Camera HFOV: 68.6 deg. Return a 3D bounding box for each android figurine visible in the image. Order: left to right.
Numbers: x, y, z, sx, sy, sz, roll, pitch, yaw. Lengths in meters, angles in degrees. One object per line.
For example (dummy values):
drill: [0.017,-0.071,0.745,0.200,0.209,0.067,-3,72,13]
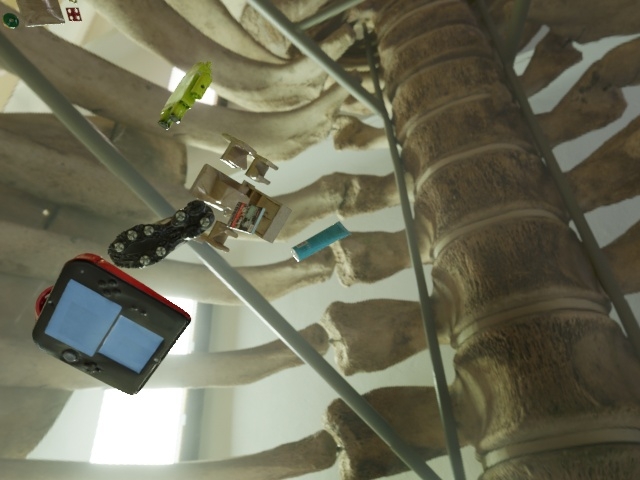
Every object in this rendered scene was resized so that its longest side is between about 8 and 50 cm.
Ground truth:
android figurine: [-0.454,-0.502,1.598,0.248,0.056,0.272,-9,-128,47]

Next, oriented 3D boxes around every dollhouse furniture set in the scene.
dollhouse furniture set: [-0.333,-0.163,1.737,0.257,0.394,0.362,31,-89,35]

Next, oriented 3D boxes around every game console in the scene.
game console: [-0.577,0.241,1.274,0.386,0.342,0.060,-50,-170,28]

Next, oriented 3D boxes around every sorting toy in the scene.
sorting toy: [-0.963,-0.808,1.609,0.046,0.132,0.275,11,-149,40]

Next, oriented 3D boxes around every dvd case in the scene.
dvd case: [-0.226,-0.069,1.412,0.120,0.013,0.087,14,-104,41]

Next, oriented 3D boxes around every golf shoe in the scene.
golf shoe: [-0.395,-0.006,1.194,0.273,0.120,0.105,-26,-88,-11]

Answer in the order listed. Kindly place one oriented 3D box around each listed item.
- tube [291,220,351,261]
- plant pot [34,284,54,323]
tube: [0.000,0.000,1.603,0.207,0.052,0.080,-29,-126,-16]
plant pot: [-1.053,0.295,1.907,0.174,0.191,0.191,-45,-145,47]
